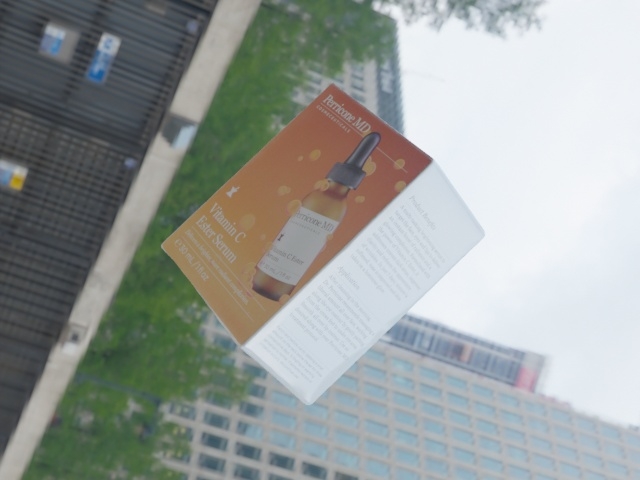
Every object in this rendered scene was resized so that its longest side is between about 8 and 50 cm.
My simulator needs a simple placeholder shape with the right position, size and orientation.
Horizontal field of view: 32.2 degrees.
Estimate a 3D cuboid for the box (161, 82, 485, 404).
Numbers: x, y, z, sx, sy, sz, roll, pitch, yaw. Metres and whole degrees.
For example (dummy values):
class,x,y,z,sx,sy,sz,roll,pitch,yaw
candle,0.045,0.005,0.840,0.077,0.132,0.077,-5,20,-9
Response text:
class,x,y,z,sx,sy,sz,roll,pitch,yaw
box,0.000,0.000,0.762,0.170,0.091,0.130,-44,-136,-2
